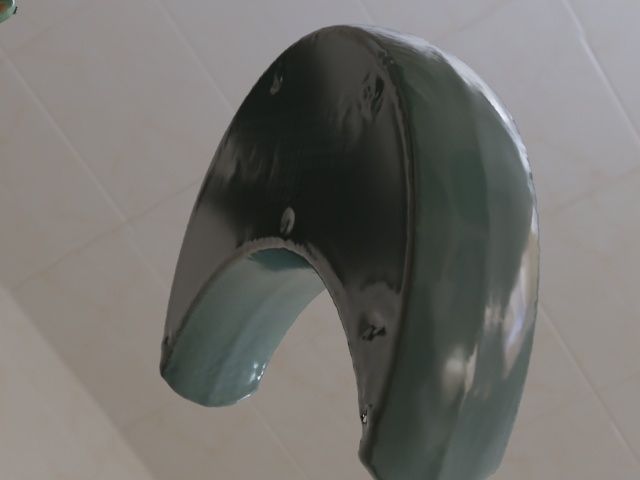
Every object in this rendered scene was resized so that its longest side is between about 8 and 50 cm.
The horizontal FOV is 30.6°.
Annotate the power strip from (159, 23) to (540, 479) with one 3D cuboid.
[{"bbox_3d":[0.000,0.000,0.466,0.253,0.054,0.167,8,-96,66],"label":"power strip"}]

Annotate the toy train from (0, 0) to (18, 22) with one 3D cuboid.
[{"bbox_3d":[-0.305,-0.156,0.740,0.177,0.116,0.285,5,-140,3],"label":"toy train"}]
